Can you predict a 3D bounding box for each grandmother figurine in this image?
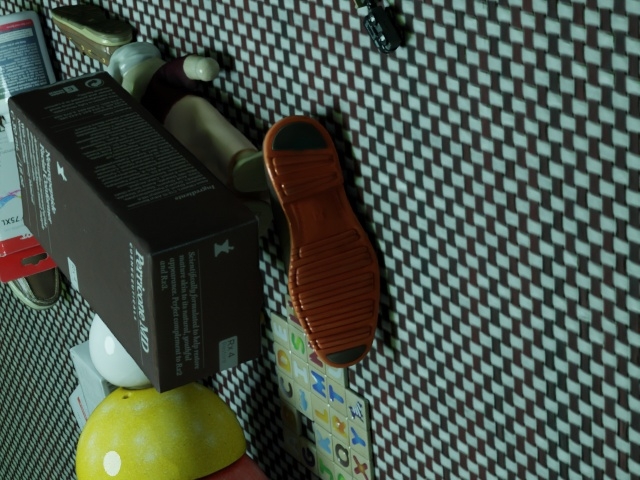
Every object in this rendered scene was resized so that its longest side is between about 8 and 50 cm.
[{"bbox_3d":[-0.162,-0.132,1.759,0.342,0.104,0.208,48,117,42],"label":"grandmother figurine"}]

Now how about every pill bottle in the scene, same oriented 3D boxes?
[{"bbox_3d":[-0.448,-0.241,2.180,0.108,0.108,0.180,-4,102,61],"label":"pill bottle"}]

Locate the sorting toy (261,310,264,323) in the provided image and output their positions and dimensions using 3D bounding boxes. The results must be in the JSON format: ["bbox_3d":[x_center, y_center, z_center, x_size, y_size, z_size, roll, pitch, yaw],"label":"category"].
[{"bbox_3d":[-0.161,0.124,1.914,0.126,0.127,0.365,42,144,6],"label":"sorting toy"}]

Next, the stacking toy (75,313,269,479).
[{"bbox_3d":[-0.185,0.288,1.804,0.350,0.350,0.480,3,103,60],"label":"stacking toy"}]

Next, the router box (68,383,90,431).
[{"bbox_3d":[-0.247,0.328,2.181,0.335,0.082,0.301,65,151,12],"label":"router box"}]

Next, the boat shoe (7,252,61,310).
[{"bbox_3d":[-0.482,-0.015,2.394,0.095,0.095,0.257,-37,73,54],"label":"boat shoe"}]

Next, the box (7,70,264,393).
[{"bbox_3d":[-0.215,-0.020,1.667,0.381,0.143,0.191,41,141,44],"label":"box"}]

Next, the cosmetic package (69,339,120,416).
[{"bbox_3d":[-0.266,0.249,1.987,0.099,0.060,0.239,32,141,47],"label":"cosmetic package"}]

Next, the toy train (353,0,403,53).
[{"bbox_3d":[0.035,-0.246,1.406,0.158,0.027,0.036,64,161,16],"label":"toy train"}]

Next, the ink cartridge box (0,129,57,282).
[{"bbox_3d":[-0.457,-0.060,2.275,0.078,0.134,0.231,0,107,60],"label":"ink cartridge box"}]

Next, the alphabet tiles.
[{"bbox_3d":[0.001,0.187,1.736,0.198,0.009,0.237,29,131,52],"label":"alphabet tiles"}]

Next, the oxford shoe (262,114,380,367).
[{"bbox_3d":[0.000,0.000,1.566,0.098,0.097,0.271,-165,64,-80],"label":"oxford shoe"}]

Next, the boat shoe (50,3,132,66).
[{"bbox_3d":[-0.308,-0.272,1.960,0.178,0.064,0.060,32,131,47],"label":"boat shoe"}]
